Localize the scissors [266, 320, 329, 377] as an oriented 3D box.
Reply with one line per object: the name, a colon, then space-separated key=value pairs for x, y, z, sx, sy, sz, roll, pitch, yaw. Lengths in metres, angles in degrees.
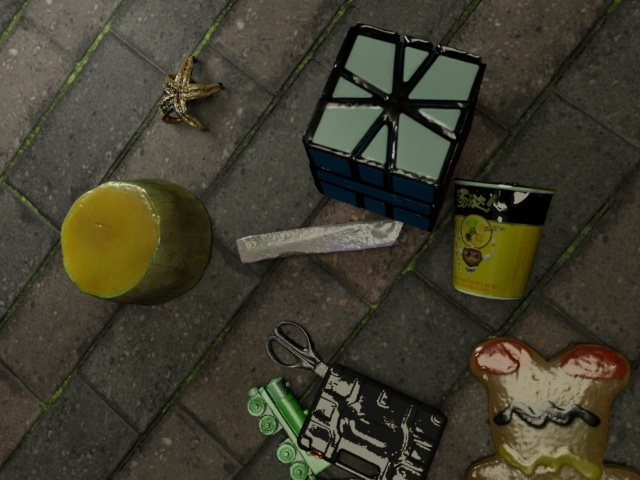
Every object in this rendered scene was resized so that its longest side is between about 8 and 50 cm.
scissors: x=0.006 y=0.301 z=1.411 sx=0.300 sy=0.022 sz=0.109 roll=34 pitch=99 yaw=11

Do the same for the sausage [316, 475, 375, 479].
sausage: x=0.062 y=0.559 z=1.379 sx=0.157 sy=0.042 sz=0.036 roll=-6 pitch=124 yaw=14

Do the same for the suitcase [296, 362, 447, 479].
suitcase: x=0.112 y=0.414 z=1.322 sx=0.285 sy=0.066 sz=0.206 roll=23 pitch=75 yaw=9

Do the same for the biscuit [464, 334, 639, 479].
biscuit: x=0.494 y=0.407 z=1.268 sx=0.368 sy=0.076 sz=0.394 roll=2 pitch=88 yaw=14

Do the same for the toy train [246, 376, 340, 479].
toy train: x=-0.067 y=0.431 z=1.394 sx=0.119 sy=0.085 sz=0.251 roll=-35 pitch=82 yaw=3

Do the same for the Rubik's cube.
Rubik's cube: x=0.152 y=-0.221 z=1.246 sx=0.288 sy=0.283 sz=0.294 roll=21 pitch=75 yaw=14

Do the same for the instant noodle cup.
instant noodle cup: x=0.365 y=-0.007 z=1.264 sx=0.215 sy=0.215 sz=0.236 roll=9 pitch=99 yaw=13

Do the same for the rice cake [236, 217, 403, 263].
rice cake: x=-0.001 y=0.000 z=1.405 sx=0.399 sy=0.064 sz=0.070 roll=-6 pitch=93 yaw=13

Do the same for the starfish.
starfish: x=-0.320 y=-0.367 z=1.494 sx=0.146 sy=0.074 sz=0.190 roll=9 pitch=87 yaw=19

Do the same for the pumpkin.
pumpkin: x=-0.444 y=-0.002 z=1.442 sx=0.332 sy=0.199 sz=0.332 roll=-1 pitch=86 yaw=10
